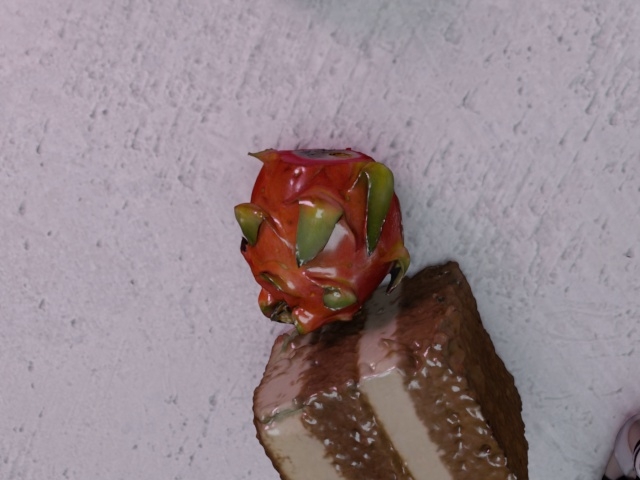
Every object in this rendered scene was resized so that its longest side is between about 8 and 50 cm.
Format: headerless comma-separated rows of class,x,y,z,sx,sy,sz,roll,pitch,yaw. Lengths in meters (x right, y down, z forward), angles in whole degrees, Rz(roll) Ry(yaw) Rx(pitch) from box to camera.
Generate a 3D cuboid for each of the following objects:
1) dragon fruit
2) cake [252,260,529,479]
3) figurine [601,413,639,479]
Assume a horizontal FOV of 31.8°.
dragon fruit,0.003,-0.005,1.380,0.224,0.224,0.227,-5,99,7
cake,0.096,0.221,1.433,0.290,0.255,0.282,-24,107,17
figurine,0.536,0.348,1.464,0.323,0.196,0.320,21,145,5
